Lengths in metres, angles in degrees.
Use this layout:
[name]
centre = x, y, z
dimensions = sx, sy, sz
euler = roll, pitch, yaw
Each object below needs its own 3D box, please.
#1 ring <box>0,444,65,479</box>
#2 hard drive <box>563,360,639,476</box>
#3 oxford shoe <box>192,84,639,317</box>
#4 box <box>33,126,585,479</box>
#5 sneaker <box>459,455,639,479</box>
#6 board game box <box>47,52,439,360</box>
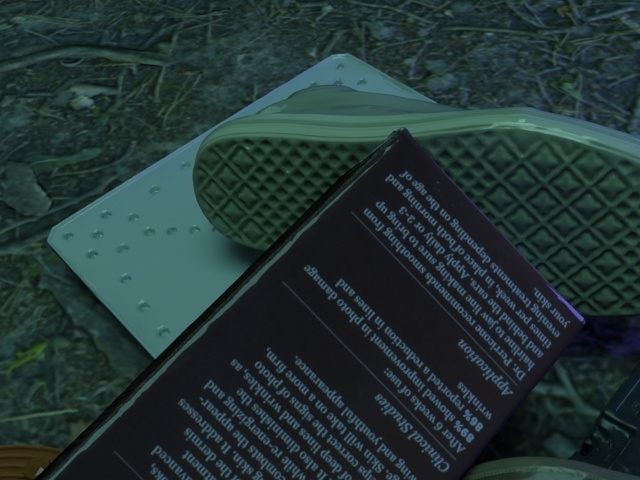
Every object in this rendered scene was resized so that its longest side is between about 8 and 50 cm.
[ring]
centre = -0.271, 0.289, 0.694
dimensions = 0.336, 0.032, 0.337
euler = -6, 45, 6
[hard drive]
centre = 0.340, 0.200, 0.629
dimensions = 0.338, 0.064, 0.237
euler = 27, 57, 33
[oxford shoe]
centre = 0.113, -0.047, 0.791
dimensions = 0.449, 0.169, 0.130
euler = 9, 30, 21
[box]
centre = -0.023, 0.127, 0.638
dimensions = 0.191, 0.143, 0.381
euler = 47, 69, -3
[sneaker]
centre = 0.171, 0.183, 0.589
dimensions = 0.188, 0.066, 0.071
euler = 3, 47, 16
[board game box]
centre = 0.000, 0.000, 0.906
dimensions = 0.390, 0.050, 0.390
euler = -35, 50, -21
